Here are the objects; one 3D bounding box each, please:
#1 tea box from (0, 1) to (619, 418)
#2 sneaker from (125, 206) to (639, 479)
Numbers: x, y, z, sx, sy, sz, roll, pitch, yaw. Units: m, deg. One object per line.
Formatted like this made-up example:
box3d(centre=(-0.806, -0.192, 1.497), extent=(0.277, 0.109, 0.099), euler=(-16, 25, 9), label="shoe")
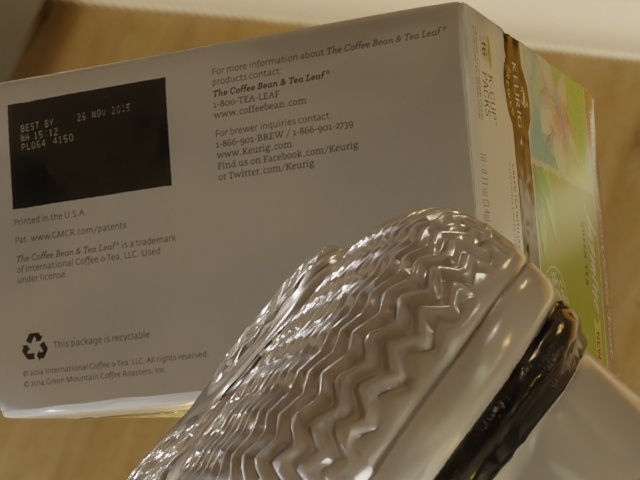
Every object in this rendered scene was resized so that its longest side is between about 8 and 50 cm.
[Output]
box3d(centre=(0.000, 0.000, 1.167), extent=(0.329, 0.323, 0.220), euler=(-7, -97, 23), label="tea box")
box3d(centre=(0.050, 0.109, 0.568), extent=(0.137, 0.210, 0.366), euler=(-50, -177, -11), label="sneaker")
